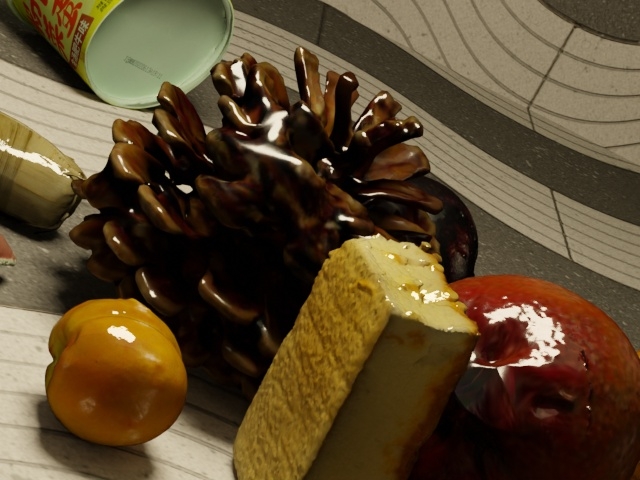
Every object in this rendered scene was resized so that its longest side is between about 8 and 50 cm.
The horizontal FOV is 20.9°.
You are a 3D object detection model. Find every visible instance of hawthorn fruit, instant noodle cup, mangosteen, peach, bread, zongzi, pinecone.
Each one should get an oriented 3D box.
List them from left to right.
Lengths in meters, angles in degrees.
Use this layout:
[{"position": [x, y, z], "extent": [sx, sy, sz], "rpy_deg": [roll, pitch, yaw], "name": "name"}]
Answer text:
[{"position": [-0.351, -0.093, 1.961], "extent": [0.194, 0.099, 0.197], "rpy_deg": [28, 11, -3], "name": "zongzi"}, {"position": [-0.183, 0.121, 1.563], "extent": [0.138, 0.138, 0.138], "rpy_deg": [25, 18, -9], "name": "peach"}, {"position": [-0.271, -0.348, 2.468], "extent": [0.311, 0.311, 0.221], "rpy_deg": [9, 36, -46], "name": "instant noodle cup"}, {"position": [-0.045, -0.020, 1.825], "extent": [0.398, 0.398, 0.398], "rpy_deg": [25, 18, -9], "name": "pinecone"}, {"position": [0.026, 0.143, 1.573], "extent": [0.114, 0.274, 0.185], "rpy_deg": [21, 20, -22], "name": "bread"}, {"position": [0.067, 0.010, 2.126], "extent": [0.250, 0.211, 0.211], "rpy_deg": [15, 20, -8], "name": "mangosteen"}, {"position": [0.182, 0.179, 1.724], "extent": [0.295, 0.295, 0.311], "rpy_deg": [32, -15, 12], "name": "hawthorn fruit"}]

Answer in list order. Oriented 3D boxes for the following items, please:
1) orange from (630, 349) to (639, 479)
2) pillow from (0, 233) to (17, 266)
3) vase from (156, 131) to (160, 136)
[{"position": [0.443, 0.241, 1.994], "extent": [0.264, 0.264, 0.264], "rpy_deg": [25, 18, -9], "name": "orange"}, {"position": [-0.391, -0.009, 1.692], "extent": [0.171, 0.075, 0.179], "rpy_deg": [29, 19, 1], "name": "pillow"}, {"position": [-0.153, -0.122, 2.375], "extent": [0.059, 0.059, 0.167], "rpy_deg": [40, 21, 32], "name": "vase"}]
